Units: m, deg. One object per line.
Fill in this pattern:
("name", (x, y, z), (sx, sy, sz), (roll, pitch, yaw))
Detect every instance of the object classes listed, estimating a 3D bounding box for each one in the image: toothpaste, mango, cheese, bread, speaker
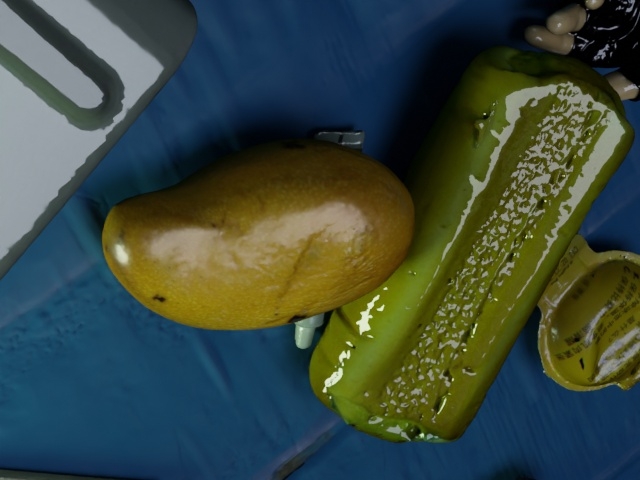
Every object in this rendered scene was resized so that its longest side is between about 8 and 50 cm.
("toothpaste", (0.000, 0.000, 1.394), (0.049, 0.031, 0.204), (-2, 115, -27))
("mango", (-0.049, -0.006, 1.302), (0.262, 0.109, 0.157), (-3, 123, -17))
("cheese", (0.260, 0.058, 1.599), (0.156, 0.064, 0.250), (-47, 124, -5))
("bread", (0.124, 0.005, 1.418), (0.166, 0.112, 0.383), (19, 110, -21))
("speaker", (-0.287, -0.065, 1.048), (0.406, 0.183, 0.184), (-50, 128, -1))

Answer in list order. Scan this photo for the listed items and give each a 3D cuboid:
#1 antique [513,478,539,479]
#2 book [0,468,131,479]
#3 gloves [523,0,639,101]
("antique", (0.219, 0.297, 1.690), (0.104, 0.104, 0.104), (-18, 126, -27))
("book", (-0.273, 0.330, 1.403), (0.208, 0.020, 0.295), (12, 109, -39))
("gloves", (0.278, -0.200, 1.425), (0.203, 0.124, 0.164), (-2, 94, -1))
